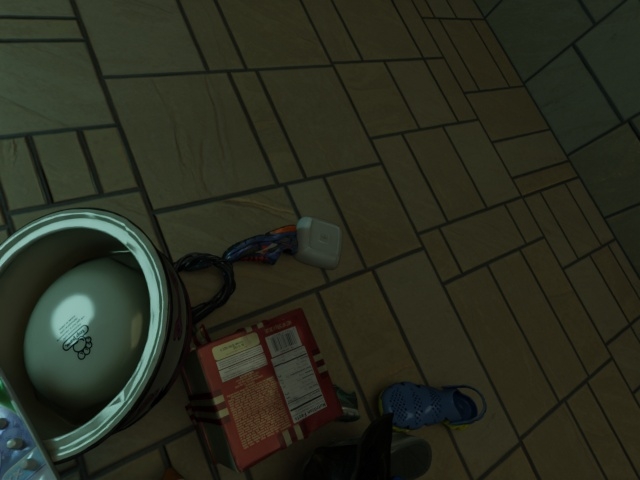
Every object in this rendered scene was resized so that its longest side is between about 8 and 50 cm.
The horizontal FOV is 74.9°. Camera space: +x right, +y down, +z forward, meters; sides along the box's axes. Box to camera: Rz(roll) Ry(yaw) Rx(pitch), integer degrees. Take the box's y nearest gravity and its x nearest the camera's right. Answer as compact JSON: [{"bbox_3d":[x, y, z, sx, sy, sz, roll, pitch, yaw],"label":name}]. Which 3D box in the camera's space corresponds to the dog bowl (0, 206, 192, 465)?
[{"bbox_3d":[-0.411,0.156,0.732,0.409,0.150,0.407,-4,72,11],"label":"dog bowl"}]

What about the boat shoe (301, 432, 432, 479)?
[{"bbox_3d":[0.103,0.513,0.975,0.321,0.103,0.118,-3,87,-22],"label":"boat shoe"}]

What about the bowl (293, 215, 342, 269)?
[{"bbox_3d":[0.000,0.000,1.161,0.142,0.053,0.141,16,62,-18],"label":"bowl"}]

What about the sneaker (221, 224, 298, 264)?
[{"bbox_3d":[-0.146,0.027,1.063,0.221,0.083,0.087,-20,92,-26],"label":"sneaker"}]

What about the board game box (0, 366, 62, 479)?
[{"bbox_3d":[-0.538,0.418,0.534,0.390,0.050,0.390,-41,69,-13],"label":"board game box"}]

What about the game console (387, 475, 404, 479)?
[{"bbox_3d":[0.128,0.670,0.817,0.250,0.173,0.293,47,42,-10],"label":"game console"}]

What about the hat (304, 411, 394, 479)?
[{"bbox_3d":[0.045,0.476,0.810,0.134,0.331,0.331,9,55,26],"label":"hat"}]

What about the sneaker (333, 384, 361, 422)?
[{"bbox_3d":[0.020,0.383,1.011,0.167,0.065,0.076,24,44,-19],"label":"sneaker"}]

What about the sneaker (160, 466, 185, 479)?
[{"bbox_3d":[-0.368,0.530,0.743,0.290,0.105,0.123,-29,50,-26],"label":"sneaker"}]

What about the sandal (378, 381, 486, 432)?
[{"bbox_3d":[0.296,0.418,1.073,0.318,0.138,0.126,7,57,-24],"label":"sandal"}]

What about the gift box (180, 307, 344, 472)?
[{"bbox_3d":[-0.135,0.274,0.853,0.255,0.258,0.276,-11,74,-30],"label":"gift box"}]

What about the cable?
[{"bbox_3d":[-0.287,0.102,0.972,0.185,0.047,0.150,-39,80,-20],"label":"cable"}]
